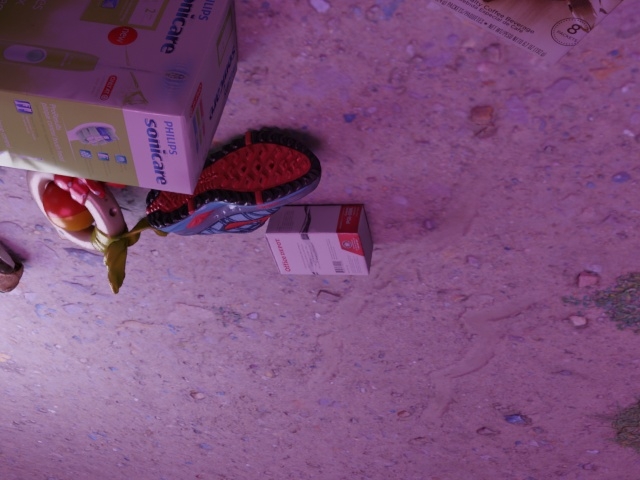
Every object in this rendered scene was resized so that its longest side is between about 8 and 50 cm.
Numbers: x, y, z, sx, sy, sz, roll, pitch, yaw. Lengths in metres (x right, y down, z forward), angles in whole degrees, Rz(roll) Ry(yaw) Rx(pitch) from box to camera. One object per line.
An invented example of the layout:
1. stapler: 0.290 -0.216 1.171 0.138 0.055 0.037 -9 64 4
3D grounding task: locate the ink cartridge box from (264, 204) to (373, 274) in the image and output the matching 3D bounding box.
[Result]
1. ink cartridge box: 0.000 0.000 1.168 0.135 0.056 0.099 0 142 15

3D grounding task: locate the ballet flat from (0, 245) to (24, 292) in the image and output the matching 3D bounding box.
1. ballet flat: -0.583 0.011 1.357 0.067 0.073 0.206 -41 126 16

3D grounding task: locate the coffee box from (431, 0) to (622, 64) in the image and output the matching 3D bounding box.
1. coffee box: 0.212 -0.297 0.640 0.168 0.119 0.297 23 148 -14

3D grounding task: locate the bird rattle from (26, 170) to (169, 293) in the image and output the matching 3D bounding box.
1. bird rattle: -0.338 -0.050 1.150 0.206 0.143 0.253 9 144 32

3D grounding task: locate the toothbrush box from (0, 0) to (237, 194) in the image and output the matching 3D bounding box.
1. toothbrush box: -0.250 -0.181 0.874 0.283 0.206 0.122 10 143 4

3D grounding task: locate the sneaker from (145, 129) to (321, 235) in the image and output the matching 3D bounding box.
1. sneaker: -0.102 -0.068 1.099 0.261 0.104 0.125 -12 160 28
